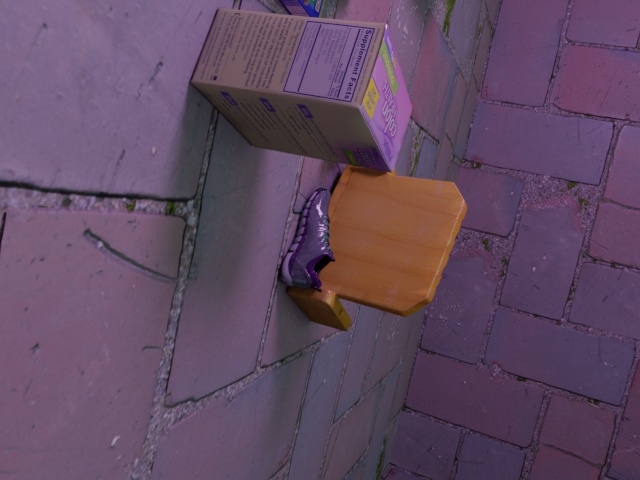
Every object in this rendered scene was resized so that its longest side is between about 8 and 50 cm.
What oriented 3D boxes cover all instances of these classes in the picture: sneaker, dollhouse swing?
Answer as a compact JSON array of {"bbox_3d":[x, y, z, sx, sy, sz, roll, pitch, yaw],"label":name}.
[{"bbox_3d":[0.000,0.000,1.204,0.083,0.098,0.223,54,53,-64],"label":"sneaker"},{"bbox_3d":[0.148,0.036,1.294,0.346,0.305,0.315,-66,157,-18],"label":"dollhouse swing"}]

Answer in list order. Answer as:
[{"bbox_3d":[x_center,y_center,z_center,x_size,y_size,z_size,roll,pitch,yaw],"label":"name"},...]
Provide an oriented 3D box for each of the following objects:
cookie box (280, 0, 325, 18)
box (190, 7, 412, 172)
[{"bbox_3d":[-0.026,-0.414,0.939,0.107,0.040,0.091,18,86,-71],"label":"cookie box"},{"bbox_3d":[-0.015,-0.206,0.819,0.213,0.243,0.117,41,65,-67],"label":"box"}]
